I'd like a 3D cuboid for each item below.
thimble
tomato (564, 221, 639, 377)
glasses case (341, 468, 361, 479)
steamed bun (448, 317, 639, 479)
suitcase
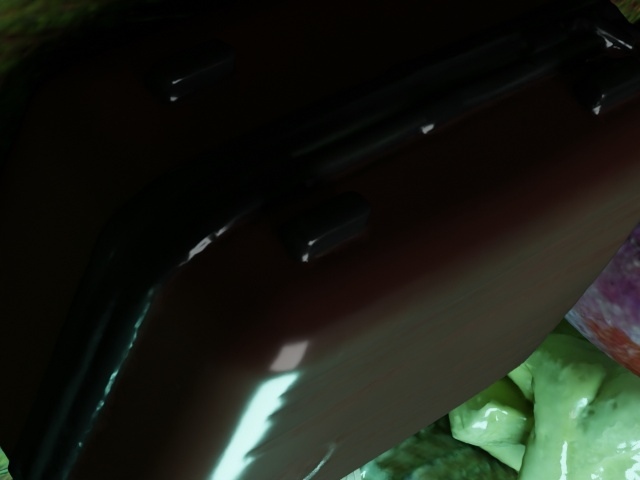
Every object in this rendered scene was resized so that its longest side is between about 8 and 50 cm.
[{"bbox_3d":[0.073,0.236,1.501,0.196,0.148,0.229,-45,160,21],"label":"thimble"},{"bbox_3d":[0.258,0.017,1.132,0.176,0.290,0.335,-41,163,31],"label":"tomato"},{"bbox_3d":[-0.042,0.231,1.349,0.051,0.081,0.204,-10,144,-55],"label":"glasses case"},{"bbox_3d":[0.263,0.152,1.414,0.230,0.325,0.372,-41,179,24],"label":"steamed bun"},{"bbox_3d":[0.000,0.000,0.732,0.297,0.161,0.236,-27,158,-38],"label":"suitcase"}]
